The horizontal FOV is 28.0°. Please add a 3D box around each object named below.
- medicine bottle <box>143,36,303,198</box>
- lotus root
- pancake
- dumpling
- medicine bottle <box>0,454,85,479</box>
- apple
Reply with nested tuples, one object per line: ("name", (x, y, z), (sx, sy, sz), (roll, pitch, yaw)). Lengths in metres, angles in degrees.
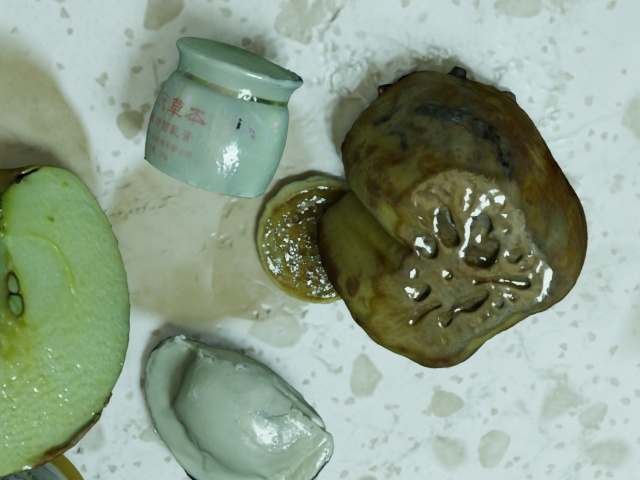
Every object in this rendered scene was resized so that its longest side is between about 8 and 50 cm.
("medicine bottle", (-0.104, -0.133, 1.367), (0.147, 0.147, 0.143), (16, 104, -10))
("lotus root", (0.128, -0.016, 1.383), (0.316, 0.250, 0.316), (0, 109, -1))
("pancake", (0.000, 0.000, 1.484), (0.158, 0.028, 0.158), (-2, 109, -6))
("dumpling", (-0.105, 0.215, 1.492), (0.247, 0.142, 0.172), (34, 104, 16))
("medicine bottle", (-0.380, 0.347, 1.413), (0.238, 0.232, 0.238), (0, 94, 0))
("apple", (-0.339, 0.091, 1.376), (0.254, 0.179, 0.346), (3, 74, -1))
